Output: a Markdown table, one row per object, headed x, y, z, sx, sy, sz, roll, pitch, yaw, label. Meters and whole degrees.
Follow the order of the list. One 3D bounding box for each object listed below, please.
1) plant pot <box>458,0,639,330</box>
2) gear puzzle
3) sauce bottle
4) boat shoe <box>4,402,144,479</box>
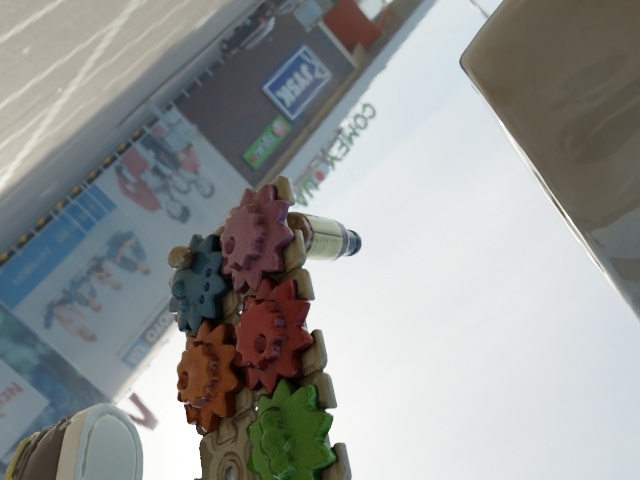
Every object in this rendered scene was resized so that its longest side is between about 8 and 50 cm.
| x | y | z | sx | sy | sz | roll | pitch | yaw | label |
| --- | --- | --- | --- | --- | --- | --- | --- | --- | --- |
| 0.235 | -0.098 | 0.378 | 0.280 | 0.323 | 0.323 | -34 | -165 | 15 | plant pot |
| -0.059 | 0.128 | 0.551 | 0.175 | 0.044 | 0.339 | -36 | -125 | 38 | gear puzzle |
| 0.000 | 0.000 | 0.671 | 0.042 | 0.042 | 0.128 | -38 | 159 | 18 | sauce bottle |
| -0.224 | 0.285 | 0.602 | 0.096 | 0.117 | 0.324 | -19 | -137 | 21 | boat shoe |
